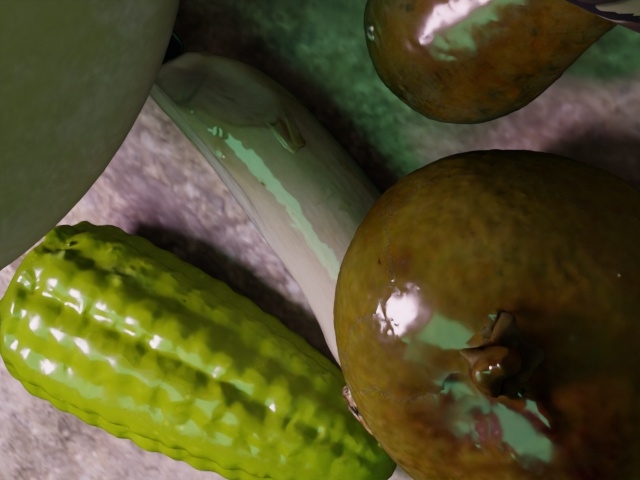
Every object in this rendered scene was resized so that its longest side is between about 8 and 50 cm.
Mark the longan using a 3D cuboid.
[{"bbox_3d":[0.079,0.040,0.656,0.155,0.176,0.145,11,101,10],"label":"longan"}]

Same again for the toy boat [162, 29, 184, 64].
[{"bbox_3d":[-0.123,-0.086,0.813,0.141,0.060,0.055,-1,120,33],"label":"toy boat"}]

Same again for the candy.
[{"bbox_3d":[-0.057,0.067,0.854,0.209,0.097,0.096,26,136,11],"label":"candy"}]

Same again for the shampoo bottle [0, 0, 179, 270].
[{"bbox_3d":[-0.236,-0.137,0.665,0.317,0.322,0.322,33,139,32],"label":"shampoo bottle"}]

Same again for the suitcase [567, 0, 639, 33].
[{"bbox_3d":[-0.015,-0.205,0.391,0.351,0.339,0.194,39,104,26],"label":"suitcase"}]

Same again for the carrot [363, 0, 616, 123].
[{"bbox_3d":[0.123,-0.125,0.564,0.078,0.078,0.298,52,136,-6],"label":"carrot"}]

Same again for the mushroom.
[{"bbox_3d":[0.000,0.000,0.770,0.209,0.071,0.084,54,172,-3],"label":"mushroom"}]
